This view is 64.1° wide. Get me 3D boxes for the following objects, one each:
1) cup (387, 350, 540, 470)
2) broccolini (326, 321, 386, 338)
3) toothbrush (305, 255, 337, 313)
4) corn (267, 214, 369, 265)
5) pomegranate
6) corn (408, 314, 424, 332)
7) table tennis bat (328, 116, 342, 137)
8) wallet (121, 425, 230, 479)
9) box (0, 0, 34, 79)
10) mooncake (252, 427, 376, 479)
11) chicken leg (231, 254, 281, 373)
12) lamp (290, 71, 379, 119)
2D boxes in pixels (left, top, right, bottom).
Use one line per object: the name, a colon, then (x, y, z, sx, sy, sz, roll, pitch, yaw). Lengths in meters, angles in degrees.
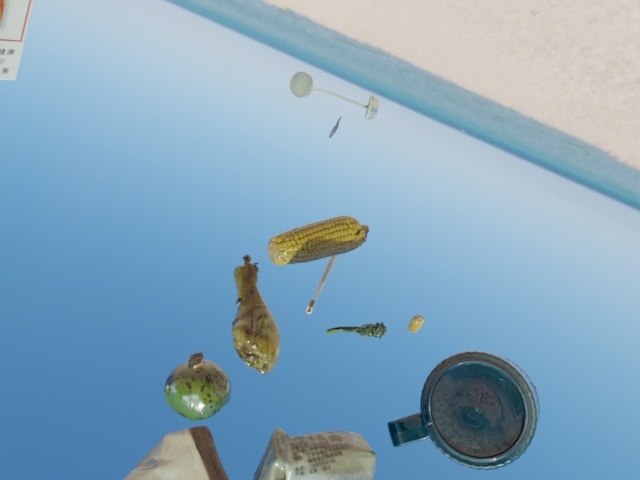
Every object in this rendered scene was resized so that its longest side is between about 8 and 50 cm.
cup: (0.327, 0.360, 1.134, 0.307, 0.242, 0.292, 7, 169, 22)
broccolini: (0.109, 0.294, 1.657, 0.239, 0.054, 0.051, -11, -172, 41)
toothbrush: (0.010, 0.131, 1.737, 0.025, 0.030, 0.342, 23, -144, 4)
corn: (0.000, 0.000, 1.501, 0.321, 0.119, 0.119, -17, -144, -26)
pomegranate: (-0.474, 0.562, 1.976, 0.254, 0.271, 0.254, -3, -164, 1)
corn: (0.289, 0.254, 1.551, 0.037, 0.092, 0.037, 2, -120, -3)
table tennis bat: (0.051, -0.381, 1.720, 0.007, 0.083, 0.050, 30, 172, -18)
wallet: (-0.165, 0.412, 0.583, 0.335, 0.274, 0.068, 57, 178, 25)
box: (-0.762, -0.508, 1.120, 0.210, 0.330, 0.095, -21, -110, -49)
mooncake: (-0.028, 0.521, 1.094, 0.254, 0.250, 0.136, 14, -169, -24)
chicken leg: (-0.239, 0.256, 1.822, 0.201, 0.152, 0.429, 16, -128, -46)
lamp: (0.020, -0.278, 0.973, 0.198, 0.050, 0.056, 24, -160, 21)
